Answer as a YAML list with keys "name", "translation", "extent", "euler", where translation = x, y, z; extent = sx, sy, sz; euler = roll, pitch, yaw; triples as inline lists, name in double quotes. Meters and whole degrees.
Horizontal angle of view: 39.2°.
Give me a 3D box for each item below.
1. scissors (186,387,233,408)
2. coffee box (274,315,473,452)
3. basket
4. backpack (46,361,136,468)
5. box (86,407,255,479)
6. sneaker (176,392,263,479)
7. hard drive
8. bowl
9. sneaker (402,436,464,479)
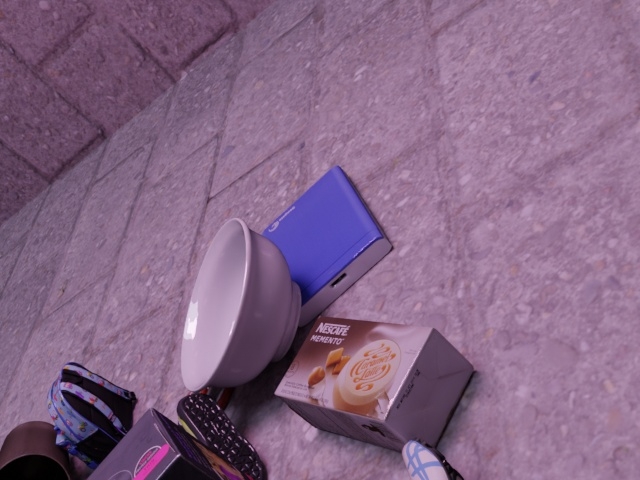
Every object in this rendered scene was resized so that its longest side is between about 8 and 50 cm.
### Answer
- name: "scissors"
  translation: [-0.195, 0.342, 1.480]
  extent: [0.109, 0.021, 0.297]
  euler: [-28, 34, 20]
- name: "coffee box"
  translation: [0.067, 0.191, 1.219]
  extent: [0.246, 0.098, 0.141]
  euler: [0, 53, 55]
- name: "basket"
  translation: [-0.542, 0.443, 1.679]
  extent: [0.227, 0.154, 0.204]
  euler: [-138, 68, -72]
- name: "backpack"
  translation: [-0.444, 0.321, 1.688]
  extent: [0.117, 0.173, 0.158]
  euler: [-39, 29, 14]
- name: "box"
  translation: [-0.150, 0.362, 1.110]
  extent: [0.165, 0.270, 0.143]
  euler: [-50, 27, -5]
- name: "sneaker"
  translation: [-0.157, 0.335, 1.373]
  extent: [0.235, 0.084, 0.097]
  euler: [52, 138, 45]
- name: "hard drive"
  translation: [0.000, 0.000, 1.635]
  extent: [0.210, 0.040, 0.319]
  euler: [-42, 28, 9]
- name: "bowl"
  translation: [-0.121, 0.119, 1.495]
  extent: [0.298, 0.134, 0.298]
  euler: [-50, 32, 47]
- name: "sneaker"
  translation: [0.134, 0.302, 0.994]
  extent: [0.086, 0.085, 0.237]
  euler: [-40, 26, 2]
